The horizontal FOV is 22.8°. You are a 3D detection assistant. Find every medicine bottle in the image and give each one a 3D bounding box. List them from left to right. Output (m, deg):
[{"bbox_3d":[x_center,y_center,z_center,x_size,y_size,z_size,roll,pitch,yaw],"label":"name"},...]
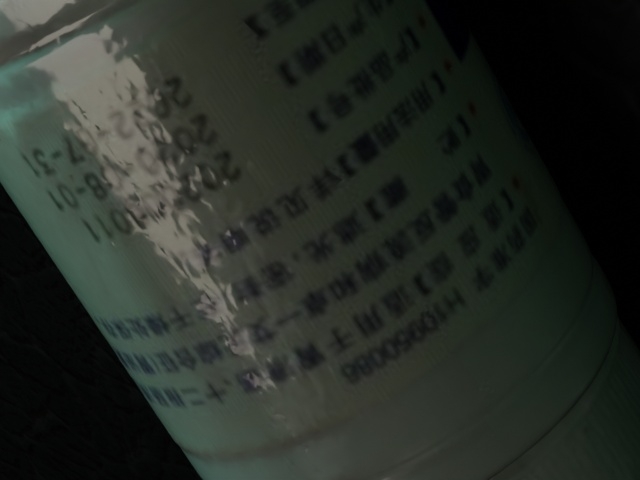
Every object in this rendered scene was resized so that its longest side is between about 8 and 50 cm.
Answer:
[{"bbox_3d":[0.000,0.000,0.647,0.190,0.190,0.332,-6,121,51],"label":"medicine bottle"}]
